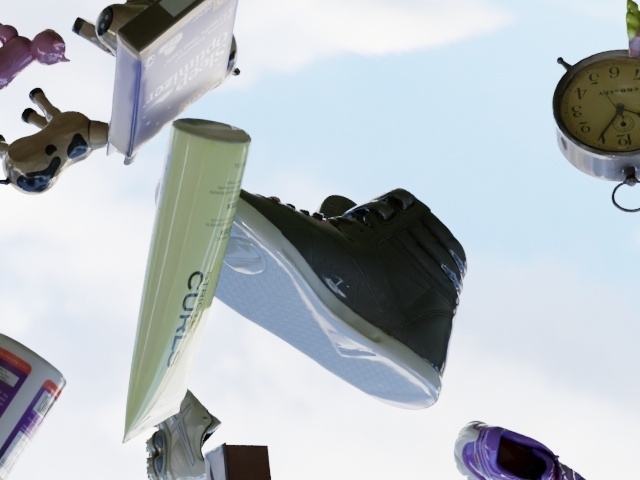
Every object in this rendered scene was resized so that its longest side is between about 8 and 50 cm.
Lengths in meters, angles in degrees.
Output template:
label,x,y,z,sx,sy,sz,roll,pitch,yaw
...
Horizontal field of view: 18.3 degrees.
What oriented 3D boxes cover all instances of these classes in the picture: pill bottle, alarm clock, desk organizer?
label,x,y,z,sx,sy,sz,roll,pitch,yaw
pill bottle,-0.352,0.197,2.026,0.108,0.193,0.108,29,162,10
alarm clock,0.288,-0.101,1.894,0.129,0.064,0.192,-5,-128,6
desk organizer,-0.077,0.267,1.958,0.050,0.047,0.130,5,-112,-30

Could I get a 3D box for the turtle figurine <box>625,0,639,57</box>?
label,x,y,z,sx,sy,sz,roll,pitch,yaw
turtle figurine,0.389,-0.226,1.785,0.217,0.269,0.087,3,165,20

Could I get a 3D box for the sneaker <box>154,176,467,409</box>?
label,x,y,z,sx,sy,sz,roll,pitch,yaw
sneaker,0.000,0.000,1.608,0.295,0.104,0.147,38,-125,-21

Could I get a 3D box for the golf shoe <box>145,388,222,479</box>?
label,x,y,z,sx,sy,sz,roll,pitch,yaw
golf shoe,-0.152,0.193,2.215,0.086,0.069,0.176,-4,-112,0

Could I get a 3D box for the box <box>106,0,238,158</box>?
label,x,y,z,sx,sy,sz,roll,pitch,yaw
box,-0.139,-0.162,1.867,0.036,0.225,0.136,42,-116,12

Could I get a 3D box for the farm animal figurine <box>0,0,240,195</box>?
label,x,y,z,sx,sy,sz,roll,pitch,yaw
farm animal figurine,-0.209,-0.204,2.162,0.326,0.330,0.172,-8,-145,-47

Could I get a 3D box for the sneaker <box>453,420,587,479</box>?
label,x,y,z,sx,sy,sz,roll,pitch,yaw
sneaker,0.190,0.210,1.688,0.170,0.068,0.071,31,159,-20

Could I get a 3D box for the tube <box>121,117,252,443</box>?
label,x,y,z,sx,sy,sz,roll,pitch,yaw
tube,-0.102,0.030,1.481,0.070,0.240,0.062,5,-163,-28

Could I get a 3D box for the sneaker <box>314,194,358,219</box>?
label,x,y,z,sx,sy,sz,roll,pitch,yaw
sneaker,-0.013,0.055,2.296,0.083,0.118,0.222,32,-140,-3
